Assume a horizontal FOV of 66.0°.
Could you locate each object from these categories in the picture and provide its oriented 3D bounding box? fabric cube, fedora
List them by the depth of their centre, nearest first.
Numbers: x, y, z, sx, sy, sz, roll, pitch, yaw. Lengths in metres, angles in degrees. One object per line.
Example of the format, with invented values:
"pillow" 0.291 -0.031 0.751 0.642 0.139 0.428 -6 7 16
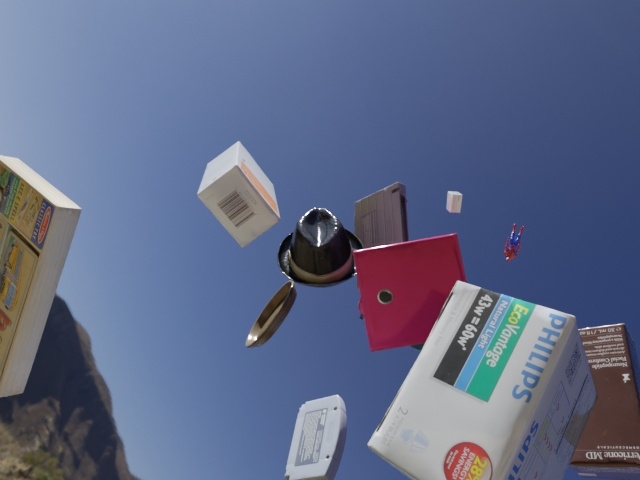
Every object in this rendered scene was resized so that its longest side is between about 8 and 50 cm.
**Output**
"fabric cube" 0.238 0.138 1.294 0.259 0.257 0.255 40 40 -80
"fedora" 0.000 0.000 1.644 0.334 0.333 0.153 32 -41 36

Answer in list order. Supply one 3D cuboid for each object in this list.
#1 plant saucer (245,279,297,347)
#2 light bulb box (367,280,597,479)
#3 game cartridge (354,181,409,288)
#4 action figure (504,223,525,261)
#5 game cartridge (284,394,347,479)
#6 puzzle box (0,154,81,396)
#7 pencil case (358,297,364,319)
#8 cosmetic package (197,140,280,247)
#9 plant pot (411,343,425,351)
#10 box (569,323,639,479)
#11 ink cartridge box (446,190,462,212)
"plant saucer" -0.165 0.261 1.713 0.041 0.278 0.278 37 -34 -9
"light bulb box" 0.325 0.332 0.925 0.225 0.358 0.361 17 -24 43
"game cartridge" 0.220 -0.012 1.789 0.230 0.068 0.356 -26 -125 46
"action figure" 0.539 0.009 1.379 0.038 0.115 0.030 18 -17 17
"game cartridge" -0.008 0.674 1.669 0.197 0.297 0.062 -18 -57 25
"puzzle box" -0.626 0.066 0.988 0.272 0.052 0.409 29 -78 29
"pencil case" 0.217 0.257 1.826 0.098 0.209 0.095 45 -77 30
"cosmetic package" -0.278 -0.177 1.719 0.230 0.161 0.453 52 6 -22
"plant pot" 0.436 0.267 1.577 0.289 0.196 0.290 15 -18 5
"box" 0.772 0.434 1.349 0.191 0.382 0.143 -17 -43 35
"ink cartridge box" 0.345 -0.098 1.269 0.028 0.083 0.048 5 -78 6
